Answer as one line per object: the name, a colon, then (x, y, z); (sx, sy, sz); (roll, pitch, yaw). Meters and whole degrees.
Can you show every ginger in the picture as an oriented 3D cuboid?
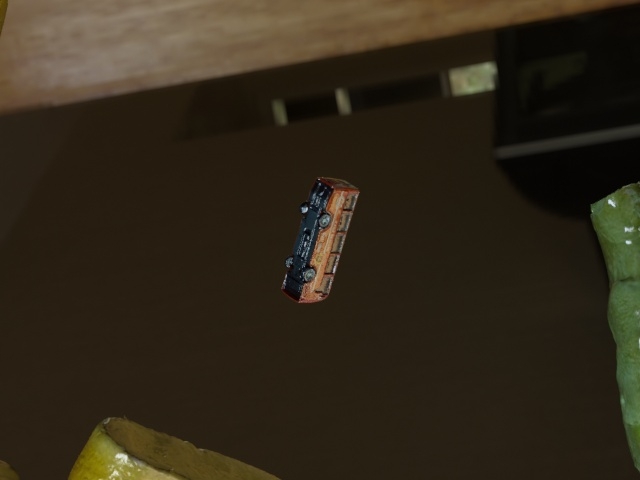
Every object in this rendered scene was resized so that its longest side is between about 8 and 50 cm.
ginger: (0.290, 0.083, 1.373); (0.137, 0.089, 0.290); (63, -160, -69)

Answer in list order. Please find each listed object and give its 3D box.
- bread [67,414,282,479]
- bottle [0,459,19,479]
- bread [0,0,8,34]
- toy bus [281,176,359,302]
bread: (-0.110, 0.243, 1.454); (0.094, 0.245, 0.102); (-62, 26, 5)
bottle: (-0.328, 0.384, 1.466); (0.171, 0.171, 0.351); (57, -166, -64)
bread: (-0.198, -0.113, 0.741); (0.161, 0.088, 0.233); (9, -79, -84)
toy bus: (0.000, 0.000, 1.405); (0.043, 0.031, 0.110); (1, -67, -42)
